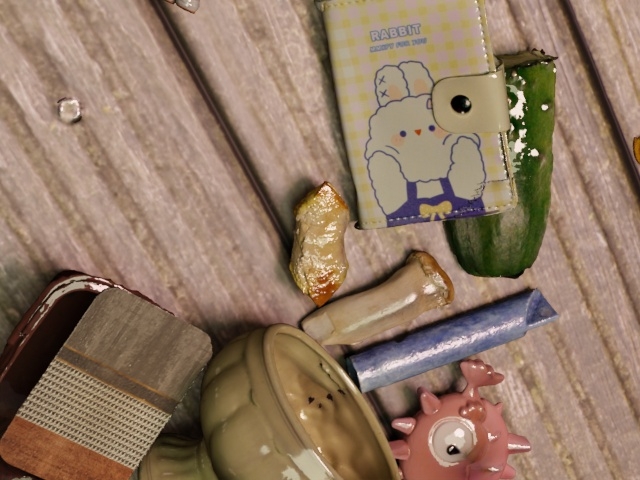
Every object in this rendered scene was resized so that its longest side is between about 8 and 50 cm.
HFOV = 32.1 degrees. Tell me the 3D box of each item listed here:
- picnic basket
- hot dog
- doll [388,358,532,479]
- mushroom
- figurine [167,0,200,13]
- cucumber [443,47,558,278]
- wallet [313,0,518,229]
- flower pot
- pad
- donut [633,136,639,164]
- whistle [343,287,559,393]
[{"bbox_3d":[-0.302,0.172,1.368,0.223,0.129,0.296,30,97,-25],"label":"picnic basket"},{"bbox_3d":[-0.001,0.000,1.447,0.078,0.061,0.168,1,107,-19],"label":"hot dog"},{"bbox_3d":[0.193,0.291,1.584,0.211,0.093,0.261,17,104,-16],"label":"doll"},{"bbox_3d":[0.076,0.086,1.500,0.209,0.071,0.084,-25,107,-5],"label":"mushroom"},{"bbox_3d":[-0.127,-0.361,1.281,0.147,0.093,0.197,25,107,-1],"label":"figurine"},{"bbox_3d":[0.235,-0.085,1.479,0.145,0.105,0.325,-6,111,-16],"label":"cucumber"},{"bbox_3d":[0.122,-0.169,1.389,0.223,0.077,0.309,-6,112,16],"label":"wallet"},{"bbox_3d":[-0.071,0.279,1.404,0.244,0.307,0.307,-34,115,15],"label":"flower pot"},{"bbox_3d":[-0.302,0.157,1.259,0.323,0.055,0.250,29,97,-45],"label":"pad"},{"bbox_3d":[0.502,-0.139,1.578,0.097,0.043,0.108,31,100,-23],"label":"donut"},{"bbox_3d":[0.184,0.141,1.553,0.304,0.062,0.062,-19,111,-12],"label":"whistle"}]
